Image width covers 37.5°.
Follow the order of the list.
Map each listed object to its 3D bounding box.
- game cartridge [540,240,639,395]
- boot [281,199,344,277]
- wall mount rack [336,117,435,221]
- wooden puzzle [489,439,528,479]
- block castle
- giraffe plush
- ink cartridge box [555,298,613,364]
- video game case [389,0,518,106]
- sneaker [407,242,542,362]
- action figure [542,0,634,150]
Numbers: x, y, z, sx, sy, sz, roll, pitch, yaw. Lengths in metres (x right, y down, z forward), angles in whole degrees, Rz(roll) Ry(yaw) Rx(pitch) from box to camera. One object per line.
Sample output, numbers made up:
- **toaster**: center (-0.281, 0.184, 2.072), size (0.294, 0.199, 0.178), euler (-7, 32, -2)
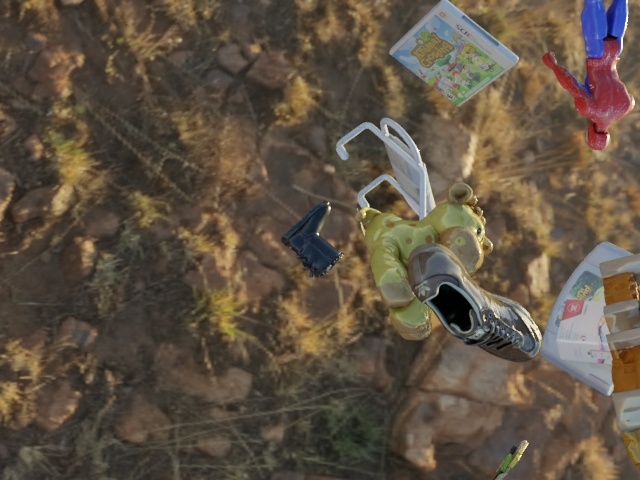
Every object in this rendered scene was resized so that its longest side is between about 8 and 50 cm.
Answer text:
- **game cartridge**: center (0.608, 0.160, 2.036), size (0.060, 0.196, 0.294), euler (22, 97, -54)
- **boot**: center (0.000, 0.000, 1.673), size (0.099, 0.045, 0.121), euler (43, 73, 14)
- **wall mount rack**: center (0.170, -0.071, 1.882), size (0.130, 0.304, 0.350), euler (-38, 148, -7)
- **wooden puzzle**: center (0.251, 0.309, 1.287), size (0.014, 0.116, 0.078), euler (36, 43, 14)
- **block castle**: center (0.573, 0.218, 1.438), size (0.453, 0.212, 0.303), euler (-65, 137, -60)
- **giraffe plush**: center (0.158, 0.015, 1.324), size (0.181, 0.170, 0.210), euler (54, 17, -67)
- **ink cartridge box**: center (0.586, 0.186, 1.892), size (0.115, 0.198, 0.067), euler (-64, 144, -37)
- **video game case**: center (0.266, -0.376, 1.914), size (0.193, 0.212, 0.023), euler (35, 62, -11)
- **sneaker**: center (0.153, 0.082, 0.943), size (0.188, 0.066, 0.071), euler (37, 34, -23)
- **action figure**: center (0.341, -0.258, 1.201), size (0.091, 0.139, 0.281), euler (-6, 104, -18)
